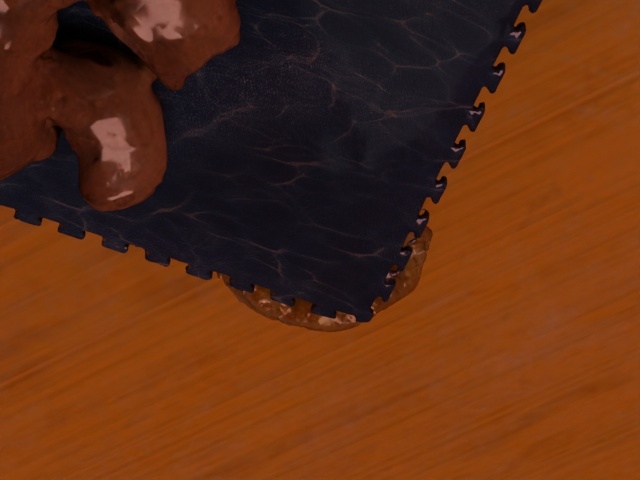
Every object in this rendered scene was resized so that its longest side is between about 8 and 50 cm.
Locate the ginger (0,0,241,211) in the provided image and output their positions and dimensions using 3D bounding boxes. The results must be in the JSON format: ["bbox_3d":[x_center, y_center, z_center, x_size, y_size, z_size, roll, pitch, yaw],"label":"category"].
[{"bbox_3d":[-0.120,-0.054,0.585,0.149,0.065,0.258,16,124,-11],"label":"ginger"}]

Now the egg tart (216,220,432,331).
[{"bbox_3d":[0.000,0.000,0.703,0.105,0.039,0.105,-5,131,-6],"label":"egg tart"}]

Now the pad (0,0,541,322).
[{"bbox_3d":[-0.055,-0.095,0.593,0.270,0.012,0.269,16,127,-9],"label":"pad"}]
